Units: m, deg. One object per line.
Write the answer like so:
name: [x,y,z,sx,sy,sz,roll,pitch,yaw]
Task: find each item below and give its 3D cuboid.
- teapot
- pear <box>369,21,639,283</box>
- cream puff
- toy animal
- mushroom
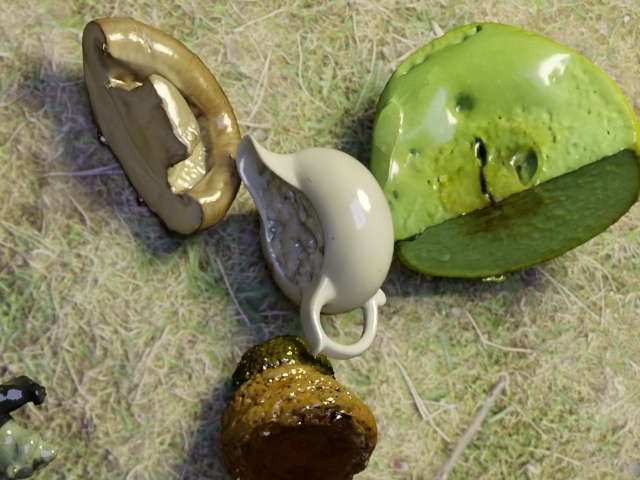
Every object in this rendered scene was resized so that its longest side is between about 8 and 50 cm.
teapot: [0.000,0.000,1.458,0.139,0.204,0.298,-9,65,-41]
pear: [0.228,-0.136,1.577,0.342,0.238,0.318,-21,61,11]
cream puff: [-0.032,0.192,1.428,0.183,0.183,0.169,6,43,-18]
toy animal: [-0.388,0.177,1.330,0.225,0.094,0.121,39,74,-14]
mushroom: [-0.178,-0.156,1.489,0.151,0.156,0.286,-31,97,-37]
